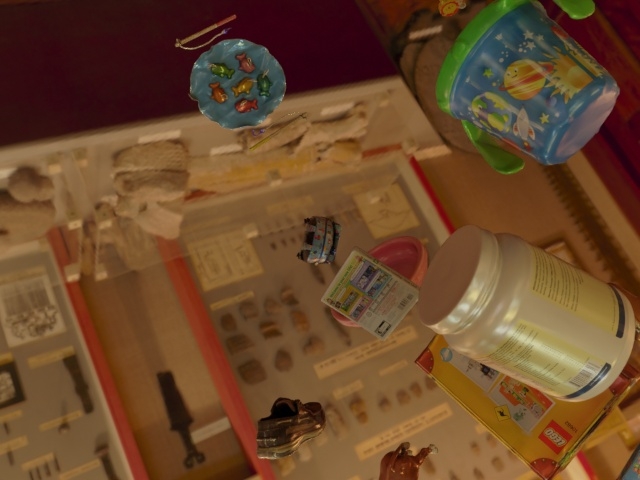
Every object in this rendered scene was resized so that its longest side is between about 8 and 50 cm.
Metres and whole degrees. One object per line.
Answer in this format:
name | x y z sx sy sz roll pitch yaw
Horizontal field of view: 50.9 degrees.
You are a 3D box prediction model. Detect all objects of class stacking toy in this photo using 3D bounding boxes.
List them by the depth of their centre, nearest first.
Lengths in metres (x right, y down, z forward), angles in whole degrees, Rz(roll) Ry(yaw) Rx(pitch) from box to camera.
stacking toy | 0.312 -0.556 1.305 0.221 0.167 0.052 -25 148 26

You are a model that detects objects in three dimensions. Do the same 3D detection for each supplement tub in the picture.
supplement tub | 0.365 0.128 1.217 0.325 0.235 0.235 26 140 -12

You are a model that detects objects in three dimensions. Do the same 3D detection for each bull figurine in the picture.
bull figurine | 0.181 0.608 1.558 0.188 0.101 0.310 -16 120 -53

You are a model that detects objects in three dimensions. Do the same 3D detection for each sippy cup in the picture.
sippy cup | 0.349 -0.249 1.107 0.240 0.224 0.305 -46 153 5

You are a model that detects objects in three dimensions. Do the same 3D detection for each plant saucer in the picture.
plant saucer | 0.181 0.131 1.956 0.332 0.084 0.332 -35 -158 17

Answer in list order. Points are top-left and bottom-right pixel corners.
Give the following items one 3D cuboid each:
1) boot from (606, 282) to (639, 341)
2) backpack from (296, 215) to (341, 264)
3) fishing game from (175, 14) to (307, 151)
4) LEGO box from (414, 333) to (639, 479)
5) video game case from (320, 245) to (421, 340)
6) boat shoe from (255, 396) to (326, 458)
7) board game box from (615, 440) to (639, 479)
boot | 0.753 0.134 1.407 0.220 0.283 0.109 -44 148 -4
backpack | 0.000 0.000 2.115 0.117 0.158 0.173 13 177 -7
fishing game | -0.160 -0.305 1.287 0.189 0.264 0.041 -30 175 -13
LEGO box | 0.587 0.371 1.948 0.193 0.500 0.372 8 119 -57
video game case | 0.121 0.133 1.632 0.023 0.193 0.212 -54 176 -45
boat shoe | -0.080 0.535 2.013 0.132 0.130 0.355 -8 -178 21
board game box | 0.823 0.570 1.569 0.039 0.211 0.160 -40 151 -66
